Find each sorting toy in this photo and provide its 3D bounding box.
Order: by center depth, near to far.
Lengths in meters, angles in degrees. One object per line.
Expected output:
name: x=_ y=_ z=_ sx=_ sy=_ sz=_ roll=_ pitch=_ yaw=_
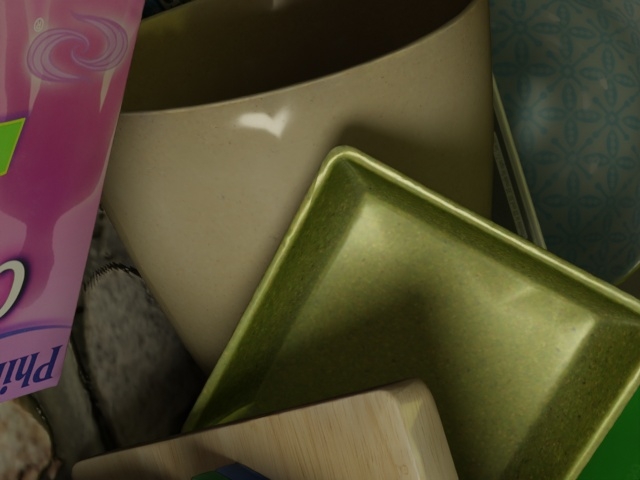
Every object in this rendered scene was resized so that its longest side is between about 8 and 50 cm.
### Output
sorting toy: x=-0.031 y=0.217 z=0.681 sx=0.089 sy=0.255 sz=0.257 roll=-13 pitch=85 yaw=-44

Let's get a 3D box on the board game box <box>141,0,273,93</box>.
board game box: x=-0.064 y=-0.167 z=1.018 sx=0.194 sy=0.060 sz=0.194 roll=41 pitch=41 yaw=-42

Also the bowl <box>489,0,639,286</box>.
bowl: x=0.137 y=-0.092 z=1.132 sx=0.156 sy=0.289 sz=0.289 roll=-68 pitch=135 yaw=-77

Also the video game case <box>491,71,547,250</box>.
video game case: x=0.059 y=-0.028 z=1.038 sx=0.022 sy=0.173 sz=0.190 roll=5 pitch=68 yaw=-81

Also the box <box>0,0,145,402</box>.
box: x=-0.187 y=-0.050 z=0.572 sx=0.213 sy=0.117 sz=0.243 roll=-13 pitch=123 yaw=-61

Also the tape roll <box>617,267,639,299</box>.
tape roll: x=0.319 y=0.026 z=1.441 sx=0.246 sy=0.169 sz=0.246 roll=34 pitch=47 yaw=-46

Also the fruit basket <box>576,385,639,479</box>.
fruit basket: x=0.175 y=0.292 z=0.910 sx=0.392 sy=0.283 sz=0.392 roll=-39 pitch=137 yaw=-49

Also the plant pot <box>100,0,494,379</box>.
plant pot: x=0.000 y=0.000 z=0.884 sx=0.256 sy=0.256 sz=0.274 roll=-53 pitch=134 yaw=-55

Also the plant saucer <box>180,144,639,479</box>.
plant saucer: x=0.051 y=0.065 z=0.751 sx=0.188 sy=0.188 sz=0.045 roll=28 pitch=21 yaw=-1
